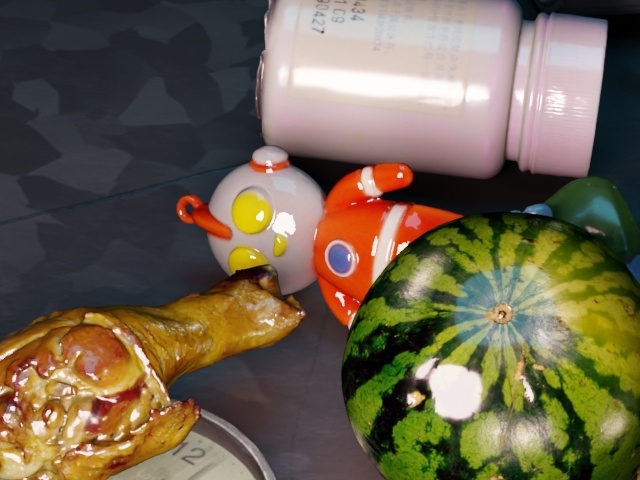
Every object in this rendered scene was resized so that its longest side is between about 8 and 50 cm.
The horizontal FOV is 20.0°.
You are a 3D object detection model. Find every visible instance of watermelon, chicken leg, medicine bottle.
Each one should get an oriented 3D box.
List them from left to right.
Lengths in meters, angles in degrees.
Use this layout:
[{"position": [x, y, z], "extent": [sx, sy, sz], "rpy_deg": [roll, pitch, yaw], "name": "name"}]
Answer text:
[{"position": [-0.157, 0.111, 1.590], "extent": [0.361, 0.140, 0.211], "rpy_deg": [-20, 33, -24], "name": "chicken leg"}, {"position": [0.126, -0.182, 2.065], "extent": [0.379, 0.213, 0.213], "rpy_deg": [8, 36, 7], "name": "medicine bottle"}, {"position": [0.164, 0.116, 1.594], "extent": [0.285, 0.285, 0.285], "rpy_deg": [2, 36, -1], "name": "watermelon"}]

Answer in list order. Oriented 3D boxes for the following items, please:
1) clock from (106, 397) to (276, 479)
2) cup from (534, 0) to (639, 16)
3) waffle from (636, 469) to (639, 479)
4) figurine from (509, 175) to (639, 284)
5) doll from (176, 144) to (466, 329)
[{"position": [-0.186, 0.250, 1.568], "extent": [0.319, 0.066, 0.319], "rpy_deg": [2, 35, -1], "name": "clock"}, {"position": [0.443, -0.397, 2.375], "extent": [0.311, 0.257, 0.331], "rpy_deg": [-6, 57, -9], "name": "cup"}, {"position": [0.371, 0.148, 1.631], "extent": [0.059, 0.238, 0.243], "rpy_deg": [40, 21, -16], "name": "waffle"}, {"position": [0.216, 0.046, 1.850], "extent": [0.234, 0.127, 0.185], "rpy_deg": [-22, 82, -9], "name": "figurine"}, {"position": [0.000, 0.000, 1.823], "extent": [0.336, 0.199, 0.105], "rpy_deg": [16, 24, 24], "name": "doll"}]
